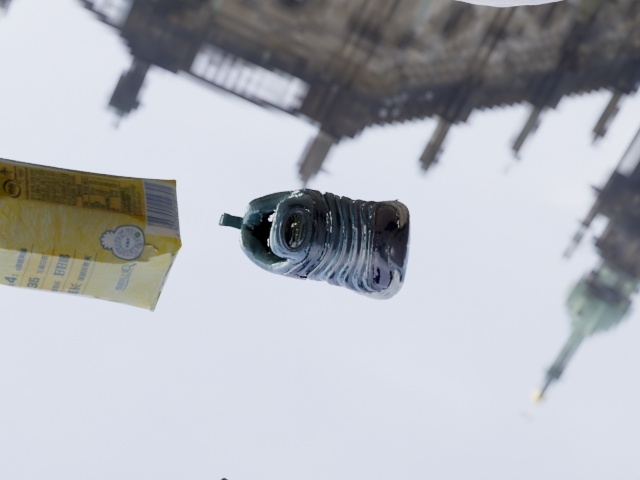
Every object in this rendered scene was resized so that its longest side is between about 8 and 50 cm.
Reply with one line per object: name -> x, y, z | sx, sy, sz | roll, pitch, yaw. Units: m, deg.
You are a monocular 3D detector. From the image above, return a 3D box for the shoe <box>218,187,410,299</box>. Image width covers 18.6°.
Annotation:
shoe -> 0.000, 0.000, 1.754 | 0.106, 0.091, 0.207 | 8, 179, -42

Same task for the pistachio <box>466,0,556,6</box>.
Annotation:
pistachio -> 0.131, -0.287, 1.553 | 0.230, 0.230, 0.309 | 45, -160, 28

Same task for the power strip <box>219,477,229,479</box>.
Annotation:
power strip -> -0.142, 0.305, 1.799 | 0.078, 0.052, 0.272 | 43, -142, 12

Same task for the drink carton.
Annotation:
drink carton -> -0.188, -0.011, 1.178 | 0.200, 0.084, 0.074 | 7, -132, -19
